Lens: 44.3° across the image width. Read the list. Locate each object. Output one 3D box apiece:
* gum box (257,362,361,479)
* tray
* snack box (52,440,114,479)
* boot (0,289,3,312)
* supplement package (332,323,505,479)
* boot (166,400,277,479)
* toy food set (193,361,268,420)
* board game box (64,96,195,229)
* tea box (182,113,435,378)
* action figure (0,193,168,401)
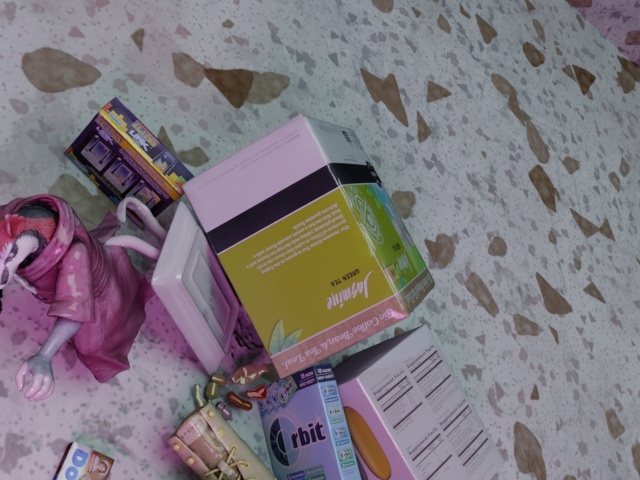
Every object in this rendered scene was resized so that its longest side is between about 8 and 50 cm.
[{"bbox_3d":[-0.022,0.298,1.204,0.041,0.157,0.184,-1,69,-42],"label":"gum box"},{"bbox_3d":[-0.171,0.079,1.162,0.270,0.030,0.145,72,26,-51],"label":"tray"},{"bbox_3d":[-0.328,0.353,1.007,0.064,0.022,0.178,33,51,-22],"label":"snack box"},{"bbox_3d":[-0.468,0.055,1.027,0.099,0.045,0.121,9,66,-37],"label":"boot"},{"bbox_3d":[0.119,0.316,1.285,0.198,0.199,0.262,-29,88,-44],"label":"supplement package"},{"bbox_3d":[-0.117,0.322,1.061,0.095,0.262,0.203,-39,95,-8],"label":"boot"},{"bbox_3d":[-0.135,0.238,1.221,0.122,0.019,0.078,-9,79,-26],"label":"toy food set"},{"bbox_3d":[-0.291,-0.114,1.199,0.170,0.141,0.048,47,46,-13],"label":"board game box"},{"bbox_3d":[0.000,0.000,1.249,0.323,0.220,0.329,63,15,2],"label":"tea box"},{"bbox_3d":[-0.295,0.035,0.960,0.248,0.370,0.276,42,74,17],"label":"action figure"}]
